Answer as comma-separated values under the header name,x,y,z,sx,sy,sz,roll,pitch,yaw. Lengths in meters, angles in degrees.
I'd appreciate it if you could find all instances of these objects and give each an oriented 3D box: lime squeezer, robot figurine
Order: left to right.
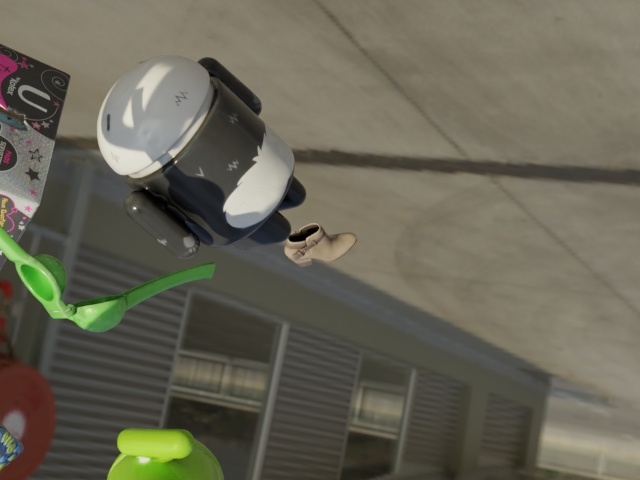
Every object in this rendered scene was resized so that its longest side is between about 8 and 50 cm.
name,x,y,z,sx,sy,sz,roll,pitch,yaw
lime squeezer,-0.238,0.026,1.019,0.310,0.110,0.058,25,178,-36
robot figurine,-0.082,0.146,0.553,0.067,0.101,0.115,-18,-159,-3
robot figurine,-0.147,-0.102,1.295,0.278,0.173,0.209,41,-164,-31

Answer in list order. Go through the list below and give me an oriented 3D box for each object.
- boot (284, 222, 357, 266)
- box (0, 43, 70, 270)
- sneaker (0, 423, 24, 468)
name,x,y,z,sx,sy,sz,roll,pitch,yaw
boot,0.000,0.000,1.640,0.118,0.042,0.087,-27,149,-8
box,-0.411,-0.104,1.279,0.142,0.247,0.163,23,131,-24
sneaker,-0.532,0.324,1.699,0.078,0.067,0.188,43,156,13
